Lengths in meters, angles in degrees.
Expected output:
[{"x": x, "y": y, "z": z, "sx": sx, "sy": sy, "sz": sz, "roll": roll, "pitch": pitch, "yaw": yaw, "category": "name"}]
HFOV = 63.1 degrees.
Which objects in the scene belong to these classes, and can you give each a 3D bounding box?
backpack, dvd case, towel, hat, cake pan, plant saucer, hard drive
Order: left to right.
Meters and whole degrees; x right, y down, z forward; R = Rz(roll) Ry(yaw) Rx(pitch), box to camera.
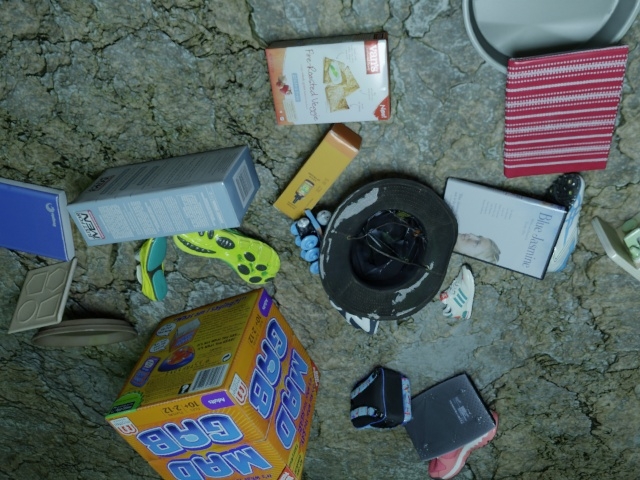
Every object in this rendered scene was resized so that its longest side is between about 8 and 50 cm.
[{"x": -0.822, "y": -0.066, "z": 1.376, "sx": 0.319, "sy": 0.040, "sz": 0.210, "roll": 12, "pitch": 125, "yaw": 3, "category": "hard drive"}, {"x": -0.664, "y": 0.263, "z": 1.480, "sx": 0.278, "sy": 0.041, "sz": 0.278, "roll": -7, "pitch": 163, "yaw": -2, "category": "plant saucer"}, {"x": 0.161, "y": 0.461, "z": 1.478, "sx": 0.117, "sy": 0.158, "sz": 0.173, "roll": 19, "pitch": 141, "yaw": -24, "category": "backpack"}, {"x": 0.137, "y": 0.009, "z": 1.180, "sx": 0.332, "sy": 0.134, "sz": 0.331, "roll": -3, "pitch": 110, "yaw": -9, "category": "hat"}, {"x": 0.354, "y": 0.497, "z": 1.469, "sx": 0.255, "sy": 0.054, "sz": 0.172, "roll": -40, "pitch": 65, "yaw": 29, "category": "hard drive"}, {"x": 0.382, "y": -0.025, "z": 1.137, "sx": 0.253, "sy": 0.022, "sz": 0.180, "roll": 18, "pitch": 127, "yaw": 21, "category": "dvd case"}, {"x": 0.393, "y": -0.428, "z": 0.893, "sx": 0.293, "sy": 0.054, "sz": 0.293, "roll": 5, "pitch": 124, "yaw": 8, "category": "cake pan"}, {"x": 0.453, "y": -0.233, "z": 0.990, "sx": 0.199, "sy": 0.031, "sz": 0.274, "roll": -4, "pitch": 136, "yaw": 14, "category": "towel"}]

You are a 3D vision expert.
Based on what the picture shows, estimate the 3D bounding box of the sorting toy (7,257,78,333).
[{"x": -0.756, "y": 0.154, "z": 1.432, "sx": 0.208, "sy": 0.192, "sz": 0.038, "roll": -16, "pitch": 145, "yaw": 22, "category": "sorting toy"}]

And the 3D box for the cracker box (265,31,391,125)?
[{"x": 0.020, "y": -0.316, "z": 1.032, "sx": 0.233, "sy": 0.067, "sz": 0.155, "roll": -1, "pitch": 124, "yaw": 11, "category": "cracker box"}]

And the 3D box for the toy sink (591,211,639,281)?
[{"x": 0.706, "y": 0.014, "z": 1.072, "sx": 0.234, "sy": 0.152, "sz": 0.131, "roll": 34, "pitch": 123, "yaw": -11, "category": "toy sink"}]

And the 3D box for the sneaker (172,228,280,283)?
[{"x": -0.222, "y": 0.010, "z": 1.281, "sx": 0.296, "sy": 0.123, "sz": 0.109, "roll": 30, "pitch": 100, "yaw": -30, "category": "sneaker"}]

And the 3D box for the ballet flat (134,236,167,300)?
[{"x": -0.453, "y": 0.065, "z": 1.379, "sx": 0.077, "sy": 0.077, "sz": 0.230, "roll": 22, "pitch": 128, "yaw": 16, "category": "ballet flat"}]

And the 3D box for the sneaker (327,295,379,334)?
[{"x": 0.148, "y": 0.163, "z": 1.313, "sx": 0.235, "sy": 0.094, "sz": 0.153, "roll": -16, "pitch": 120, "yaw": 20, "category": "sneaker"}]

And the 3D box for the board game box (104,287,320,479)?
[{"x": -0.255, "y": 0.409, "z": 1.394, "sx": 0.357, "sy": 0.356, "sz": 0.356, "roll": -19, "pitch": 119, "yaw": 21, "category": "board game box"}]

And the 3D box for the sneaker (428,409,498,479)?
[{"x": 0.391, "y": 0.587, "z": 1.558, "sx": 0.136, "sy": 0.116, "sz": 0.313, "roll": 31, "pitch": 117, "yaw": 2, "category": "sneaker"}]

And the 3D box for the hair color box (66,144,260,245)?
[{"x": -0.344, "y": -0.101, "z": 1.173, "sx": 0.375, "sy": 0.185, "sz": 0.113, "roll": -6, "pitch": 122, "yaw": 15, "category": "hair color box"}]

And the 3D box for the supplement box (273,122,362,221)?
[{"x": -0.008, "y": -0.147, "z": 1.145, "sx": 0.078, "sy": 0.080, "sz": 0.233, "roll": 35, "pitch": 121, "yaw": -12, "category": "supplement box"}]

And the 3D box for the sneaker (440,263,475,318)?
[{"x": 0.333, "y": 0.129, "z": 1.276, "sx": 0.076, "sy": 0.057, "sz": 0.161, "roll": -2, "pitch": 126, "yaw": 5, "category": "sneaker"}]

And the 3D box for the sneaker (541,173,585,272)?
[{"x": 0.522, "y": -0.036, "z": 1.123, "sx": 0.086, "sy": 0.085, "sz": 0.237, "roll": -7, "pitch": 123, "yaw": -14, "category": "sneaker"}]

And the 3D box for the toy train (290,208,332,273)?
[{"x": 0.000, "y": 0.000, "z": 1.199, "sx": 0.105, "sy": 0.080, "sz": 0.184, "roll": -28, "pitch": 142, "yaw": -8, "category": "toy train"}]
